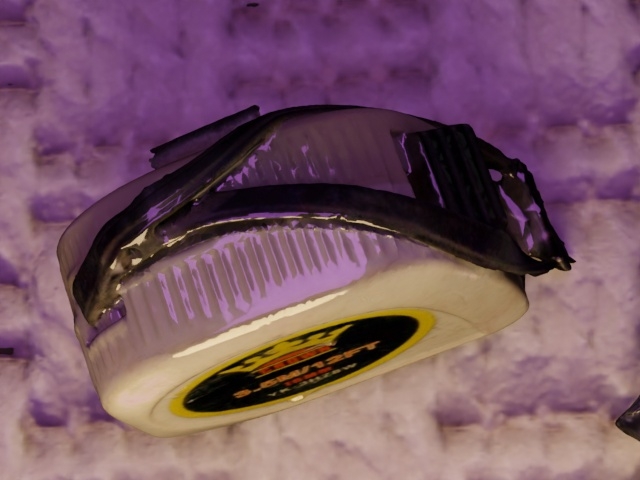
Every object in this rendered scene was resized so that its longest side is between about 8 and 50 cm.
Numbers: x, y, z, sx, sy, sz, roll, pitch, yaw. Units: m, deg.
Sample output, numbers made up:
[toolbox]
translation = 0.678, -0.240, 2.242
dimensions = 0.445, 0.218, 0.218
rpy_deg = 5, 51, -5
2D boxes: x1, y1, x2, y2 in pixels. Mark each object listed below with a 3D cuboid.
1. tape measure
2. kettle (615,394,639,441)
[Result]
[tape measure]
translation = 0.000, 0.000, 0.888
dimensions = 0.271, 0.231, 0.133
rpy_deg = -18, 73, 3
[kettle]
translation = 0.304, 0.075, 0.864
dimensions = 0.268, 0.207, 0.290
rpy_deg = 29, 87, -15
